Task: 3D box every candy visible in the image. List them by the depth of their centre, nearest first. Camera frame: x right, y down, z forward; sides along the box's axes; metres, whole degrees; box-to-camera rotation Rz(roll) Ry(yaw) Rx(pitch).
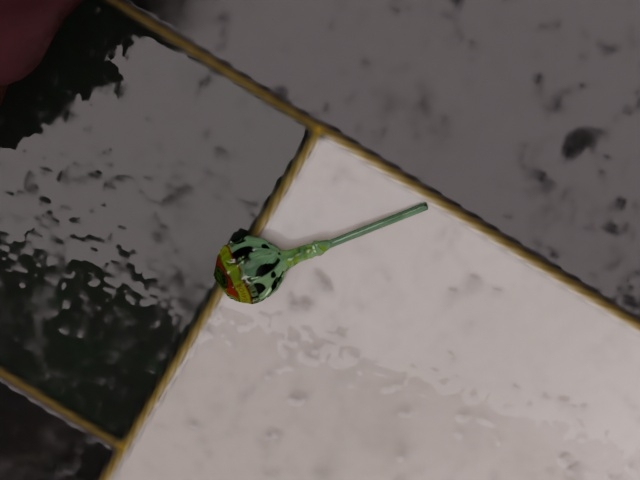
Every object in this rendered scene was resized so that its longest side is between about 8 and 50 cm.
[{"bbox_3d":[0.000,0.000,0.573,0.083,0.025,0.023,-23,126,1],"label":"candy"}]

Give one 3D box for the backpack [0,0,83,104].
[{"bbox_3d":[-0.155,-0.157,0.438,0.317,0.197,0.283,-23,109,35],"label":"backpack"}]
